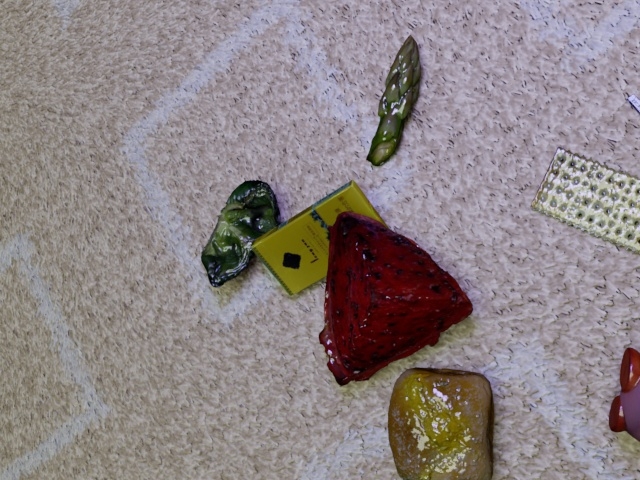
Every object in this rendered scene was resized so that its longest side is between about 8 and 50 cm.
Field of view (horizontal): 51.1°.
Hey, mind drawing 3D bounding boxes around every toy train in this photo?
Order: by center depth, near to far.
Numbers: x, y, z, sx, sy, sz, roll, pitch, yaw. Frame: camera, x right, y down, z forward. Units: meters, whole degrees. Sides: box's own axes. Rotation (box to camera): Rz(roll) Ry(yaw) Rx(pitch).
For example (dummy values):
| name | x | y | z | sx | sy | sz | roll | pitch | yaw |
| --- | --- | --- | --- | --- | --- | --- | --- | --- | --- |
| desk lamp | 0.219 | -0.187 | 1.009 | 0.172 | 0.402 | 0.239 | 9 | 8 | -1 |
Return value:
| name | x | y | z | sx | sy | sz | roll | pitch | yaw |
| --- | --- | --- | --- | --- | --- | --- | --- | --- | --- |
| toy train | 0.609 | -0.240 | 1.258 | 0.017 | 0.017 | 0.083 | -39 | 71 | 20 |

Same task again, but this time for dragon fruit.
| name | x | y | z | sx | sy | sz | roll | pitch | yaw |
| --- | --- | --- | --- | --- | --- | --- | --- | --- | --- |
| dragon fruit | 0.133 | 0.132 | 1.418 | 0.286 | 0.228 | 0.329 | -115 | 30 | -46 |

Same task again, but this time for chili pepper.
| name | x | y | z | sx | sy | sz | roll | pitch | yaw |
| --- | --- | --- | --- | --- | --- | --- | --- | --- | --- |
| chili pepper | -0.177 | -0.023 | 1.568 | 0.264 | 0.116 | 0.148 | -60 | 39 | 14 |

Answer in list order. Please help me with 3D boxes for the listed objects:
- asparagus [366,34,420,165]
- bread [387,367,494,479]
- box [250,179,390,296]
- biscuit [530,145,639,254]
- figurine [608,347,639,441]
| name | x | y | z | sx | sy | sz | roll | pitch | yaw |
| --- | --- | --- | --- | --- | --- | --- | --- | --- | --- |
| asparagus | 0.166 | -0.300 | 1.439 | 0.080 | 0.080 | 0.287 | 14 | 92 | 25 |
| bread | 0.236 | 0.377 | 1.304 | 0.196 | 0.176 | 0.246 | -3 | 85 | 27 |
| box | 0.001 | -0.001 | 1.471 | 0.279 | 0.041 | 0.153 | -31 | 111 | 20 |
| biscuit | 0.538 | -0.078 | 1.281 | 0.232 | 0.016 | 0.139 | 27 | 98 | 24 |
| figurine | 0.600 | 0.277 | 1.147 | 0.173 | 0.173 | 0.173 | -2 | 86 | 25 |
